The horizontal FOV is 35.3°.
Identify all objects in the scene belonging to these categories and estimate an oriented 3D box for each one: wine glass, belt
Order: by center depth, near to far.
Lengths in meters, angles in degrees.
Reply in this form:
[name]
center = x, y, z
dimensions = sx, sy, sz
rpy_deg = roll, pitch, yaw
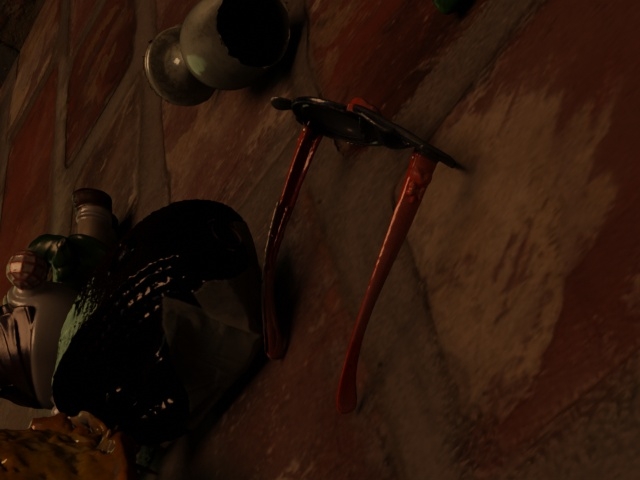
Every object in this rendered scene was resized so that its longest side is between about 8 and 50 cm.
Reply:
[belt]
center = -0.170, 0.100, 1.076
dimensions = 0.289, 0.184, 0.164
rpy_deg = -52, 21, 29
[wine glass]
center = -0.136, -0.250, 1.308
dimensions = 0.241, 0.126, 0.127
rpy_deg = -5, 68, 62

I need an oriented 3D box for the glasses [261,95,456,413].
[glasses]
center = 0.000, 0.000, 0.923
dimensions = 0.234, 0.118, 0.269
rpy_deg = 23, 92, 60

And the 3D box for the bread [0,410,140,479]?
[bread]
center = -0.298, 0.340, 0.963
dimensions = 0.336, 0.204, 0.359
rpy_deg = 11, 85, 56

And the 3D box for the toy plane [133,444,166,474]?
[toy plane]
center = -0.248, 0.243, 1.251
dimensions = 0.189, 0.061, 0.130
rpy_deg = 19, 90, 61

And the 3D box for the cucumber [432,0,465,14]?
[cucumber]
center = 0.146, -0.348, 0.962
dimensions = 0.056, 0.056, 0.285
rpy_deg = -9, 68, 58

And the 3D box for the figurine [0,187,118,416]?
[figurine]
center = -0.380, 0.094, 1.484
dimensions = 0.281, 0.167, 0.370
rpy_deg = 91, -173, -53
